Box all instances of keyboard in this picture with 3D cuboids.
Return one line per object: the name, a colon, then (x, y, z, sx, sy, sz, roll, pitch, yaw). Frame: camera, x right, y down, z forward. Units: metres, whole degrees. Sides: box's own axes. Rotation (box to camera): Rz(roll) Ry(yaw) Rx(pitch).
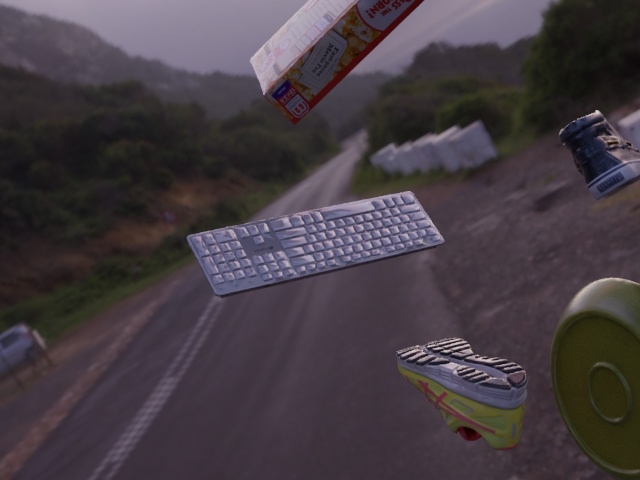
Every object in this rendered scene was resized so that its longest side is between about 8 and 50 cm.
keyboard: (0.000, 0.000, 1.077, 0.256, 0.072, 0.014, -12, -29, -29)

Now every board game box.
board game box: (0.019, -0.211, 1.082, 0.193, 0.045, 0.147, -43, 22, 9)

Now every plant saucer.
plant saucer: (0.323, 0.162, 1.211, 0.037, 0.241, 0.241, -12, -3, -26)

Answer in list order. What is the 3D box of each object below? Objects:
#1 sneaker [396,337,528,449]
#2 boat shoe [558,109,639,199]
sneaker: (0.146, 0.166, 1.201, 0.081, 0.094, 0.208, -13, 15, -21)
boat shoe: (0.304, -0.094, 1.190, 0.065, 0.083, 0.183, -31, -8, 19)
